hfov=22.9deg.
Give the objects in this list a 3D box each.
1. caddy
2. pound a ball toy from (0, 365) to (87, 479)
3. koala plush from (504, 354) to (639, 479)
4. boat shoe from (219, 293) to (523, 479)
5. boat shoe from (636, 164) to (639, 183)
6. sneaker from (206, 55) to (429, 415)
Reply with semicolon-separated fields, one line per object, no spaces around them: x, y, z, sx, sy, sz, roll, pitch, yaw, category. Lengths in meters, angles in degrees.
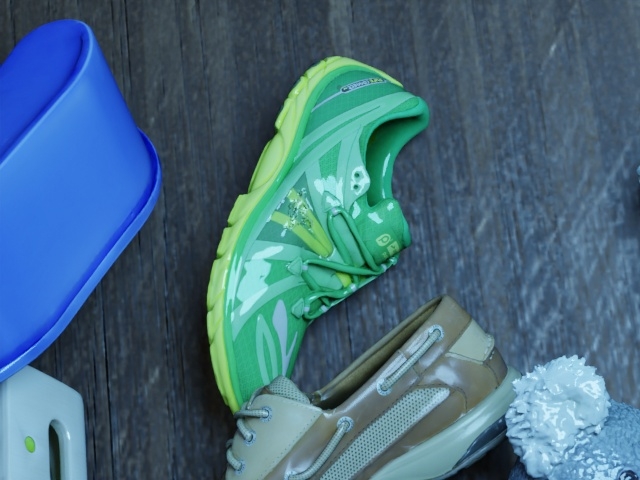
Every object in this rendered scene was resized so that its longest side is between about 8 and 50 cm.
-0.267;-0.016;1.159;0.241;0.179;0.341;6;43;29;caddy
-0.265;0.234;1.144;0.208;0.136;0.319;-21;57;20;pound a ball toy
0.162;0.201;1.056;0.203;0.196;0.221;9;70;49;koala plush
-0.011;0.151;1.118;0.324;0.122;0.120;-32;99;-10;boat shoe
0.285;-0.053;1.149;0.105;0.113;0.306;7;73;18;boat shoe
0.000;0.000;1.181;0.123;0.109;0.295;16;76;18;sneaker
